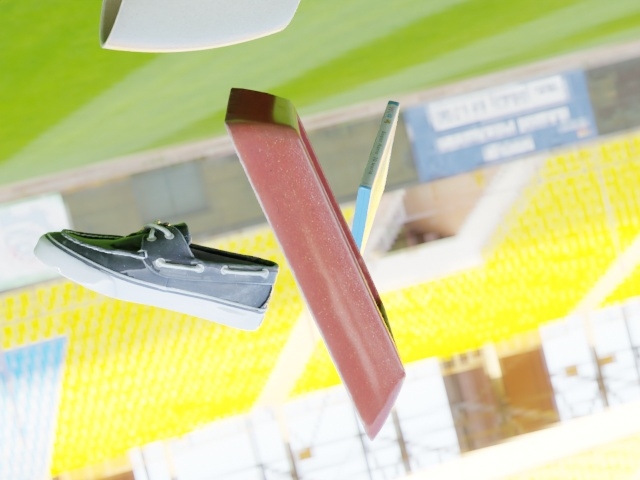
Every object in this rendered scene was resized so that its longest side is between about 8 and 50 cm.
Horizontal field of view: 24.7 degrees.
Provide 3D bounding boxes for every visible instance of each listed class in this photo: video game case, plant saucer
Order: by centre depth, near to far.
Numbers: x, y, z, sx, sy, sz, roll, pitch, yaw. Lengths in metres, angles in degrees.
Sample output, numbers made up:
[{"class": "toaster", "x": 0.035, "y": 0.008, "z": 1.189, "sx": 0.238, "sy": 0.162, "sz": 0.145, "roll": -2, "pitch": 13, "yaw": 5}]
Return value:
[{"class": "plant saucer", "x": 0.000, "y": 0.000, "z": 1.157, "sx": 0.048, "sy": 0.259, "sz": 0.258, "roll": -23, "pitch": -168, "yaw": 3}, {"class": "video game case", "x": 0.055, "y": -0.056, "z": 1.543, "sx": 0.015, "sy": 0.119, "sz": 0.166, "roll": 13, "pitch": -141, "yaw": 5}]

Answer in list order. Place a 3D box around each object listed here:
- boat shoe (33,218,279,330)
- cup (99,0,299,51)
[{"class": "boat shoe", "x": -0.190, "y": 0.023, "z": 1.757, "sx": 0.301, "sy": 0.102, "sz": 0.108, "roll": 17, "pitch": -168, "yaw": -22}, {"class": "cup", "x": -0.144, "y": -0.392, "z": 1.970, "sx": 0.237, "sy": 0.331, "sz": 0.331, "roll": 13, "pitch": 174, "yaw": -16}]
